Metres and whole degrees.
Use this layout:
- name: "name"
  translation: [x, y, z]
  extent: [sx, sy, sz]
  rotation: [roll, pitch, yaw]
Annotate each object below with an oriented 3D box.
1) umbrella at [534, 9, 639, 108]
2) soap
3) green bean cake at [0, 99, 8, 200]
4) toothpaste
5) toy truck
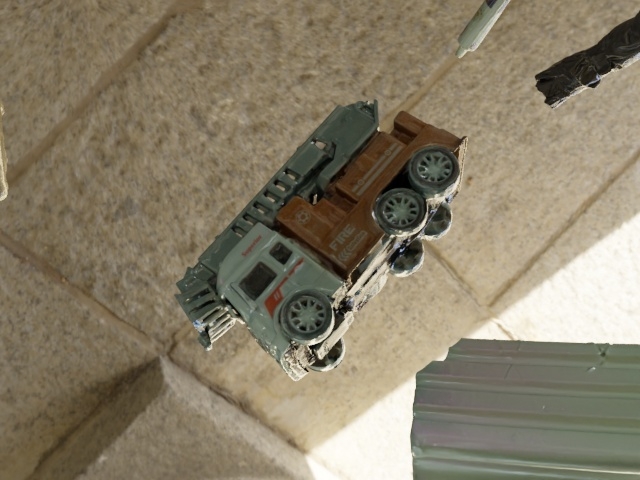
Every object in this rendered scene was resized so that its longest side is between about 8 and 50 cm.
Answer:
- name: "umbrella"
  translation: [0.423, -0.274, 0.914]
  extent: [0.236, 0.066, 0.059]
  rotation: [-31, 159, 31]
- name: "soap"
  translation: [0.244, 0.188, 0.663]
  extent: [0.290, 0.173, 0.095]
  rotation: [0, 119, 12]
- name: "green bean cake"
  translation: [-0.402, -0.090, 0.619]
  extent: [0.179, 0.109, 0.085]
  rotation: [-6, 126, -25]
- name: "toothpaste"
  translation: [0.289, -0.391, 1.046]
  extent: [0.038, 0.060, 0.233]
  rotation: [24, 137, -10]
- name: "toy truck"
  translation: [0.000, 0.000, 0.701]
  extent: [0.338, 0.184, 0.133]
  rotation: [-48, 158, -14]
